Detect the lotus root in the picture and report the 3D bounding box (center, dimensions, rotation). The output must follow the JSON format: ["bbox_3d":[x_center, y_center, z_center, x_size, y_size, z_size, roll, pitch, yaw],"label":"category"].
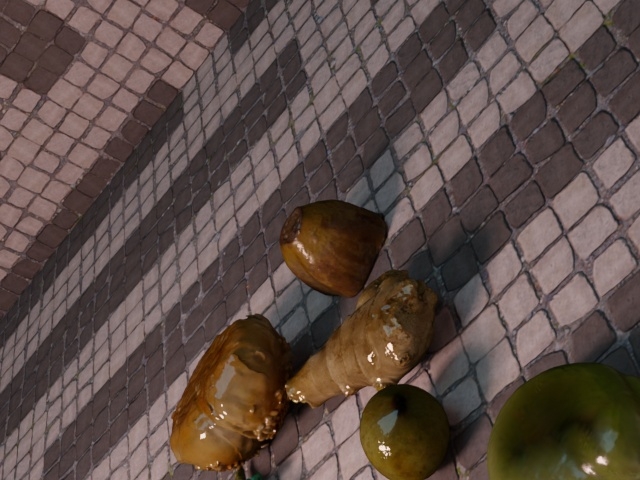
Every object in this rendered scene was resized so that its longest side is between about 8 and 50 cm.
[{"bbox_3d":[0.000,-0.001,2.201,0.199,0.180,0.188,5,73,59],"label":"lotus root"}]

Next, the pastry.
[{"bbox_3d":[-0.155,0.308,2.164,0.316,0.184,0.284,-59,14,8],"label":"pastry"}]

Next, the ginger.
[{"bbox_3d":[0.064,0.165,1.965,0.375,0.166,0.236,-16,68,44],"label":"ginger"}]

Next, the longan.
[{"bbox_3d":[0.132,0.311,1.762,0.176,0.145,0.155,92,-158,-49],"label":"longan"}]

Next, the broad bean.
[{"bbox_3d":[0.336,0.273,1.476,0.291,0.119,0.238,-13,54,54],"label":"broad bean"}]

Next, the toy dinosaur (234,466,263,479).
[{"bbox_3d":[-0.133,0.497,2.075,0.153,0.094,0.259,-42,25,25],"label":"toy dinosaur"}]
